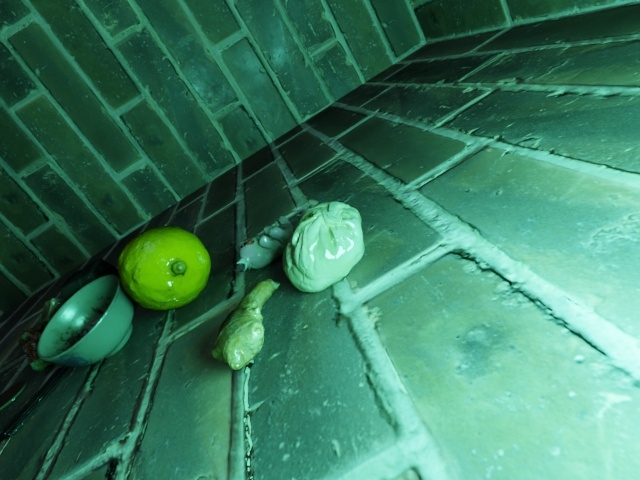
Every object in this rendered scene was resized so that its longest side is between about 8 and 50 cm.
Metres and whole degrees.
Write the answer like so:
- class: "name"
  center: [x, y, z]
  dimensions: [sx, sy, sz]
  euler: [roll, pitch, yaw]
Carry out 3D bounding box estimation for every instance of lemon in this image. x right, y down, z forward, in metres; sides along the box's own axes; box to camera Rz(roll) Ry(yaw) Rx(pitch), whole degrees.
- class: "lemon"
  center: [-0.453, 0.080, 1.271]
  dimensions: [0.284, 0.260, 0.260]
  euler: [-20, 25, 34]

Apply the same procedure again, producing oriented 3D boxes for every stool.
- class: "stool"
  center: [-0.748, 0.187, 1.491]
  dimensions: [0.141, 0.232, 0.232]
  euler: [-30, 22, 1]

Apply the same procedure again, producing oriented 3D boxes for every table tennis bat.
- class: "table tennis bat"
  center: [-1.086, 0.555, 1.441]
  dimensions: [0.246, 0.022, 0.138]
  euler: [-34, 22, -9]

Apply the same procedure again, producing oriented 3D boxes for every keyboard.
- class: "keyboard"
  center: [-0.830, 0.468, 1.278]
  dimensions: [0.087, 0.017, 0.250]
  euler: [-20, 26, 26]

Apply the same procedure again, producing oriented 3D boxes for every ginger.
- class: "ginger"
  center: [-0.149, 0.159, 0.930]
  dimensions: [0.131, 0.086, 0.294]
  euler: [-48, 11, 24]

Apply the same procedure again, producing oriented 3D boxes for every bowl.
- class: "bowl"
  center: [-0.654, 0.256, 1.278]
  dimensions: [0.289, 0.146, 0.289]
  euler: [-23, 37, 19]

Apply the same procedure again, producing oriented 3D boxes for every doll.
- class: "doll"
  center: [-0.152, 0.015, 1.208]
  dimensions: [0.192, 0.095, 0.149]
  euler: [-31, 16, 9]

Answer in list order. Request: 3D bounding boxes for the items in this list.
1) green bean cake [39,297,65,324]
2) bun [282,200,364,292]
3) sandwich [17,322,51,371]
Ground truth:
- class: "green bean cake"
  center: [-0.881, 0.265, 1.547]
  dimensions: [0.109, 0.179, 0.085]
  euler: [-20, 59, 43]
- class: "bun"
  center: [0.000, 0.000, 0.977]
  dimensions: [0.229, 0.145, 0.229]
  euler: [-25, 27, 14]
- class: "sandwich"
  center: [-0.961, 0.352, 1.511]
  dimensions: [0.109, 0.160, 0.185]
  euler: [-52, 14, 4]
